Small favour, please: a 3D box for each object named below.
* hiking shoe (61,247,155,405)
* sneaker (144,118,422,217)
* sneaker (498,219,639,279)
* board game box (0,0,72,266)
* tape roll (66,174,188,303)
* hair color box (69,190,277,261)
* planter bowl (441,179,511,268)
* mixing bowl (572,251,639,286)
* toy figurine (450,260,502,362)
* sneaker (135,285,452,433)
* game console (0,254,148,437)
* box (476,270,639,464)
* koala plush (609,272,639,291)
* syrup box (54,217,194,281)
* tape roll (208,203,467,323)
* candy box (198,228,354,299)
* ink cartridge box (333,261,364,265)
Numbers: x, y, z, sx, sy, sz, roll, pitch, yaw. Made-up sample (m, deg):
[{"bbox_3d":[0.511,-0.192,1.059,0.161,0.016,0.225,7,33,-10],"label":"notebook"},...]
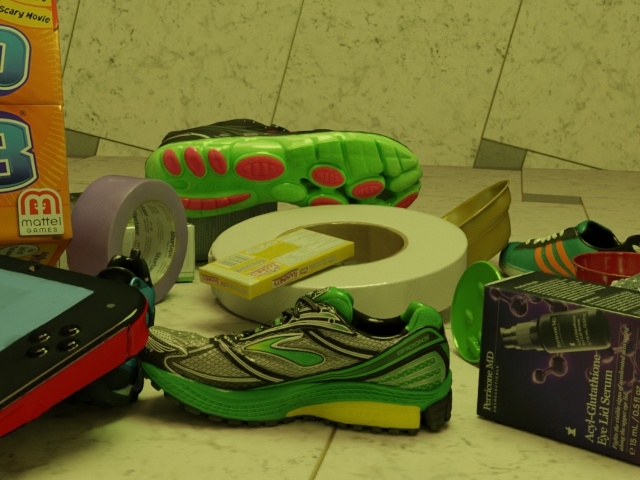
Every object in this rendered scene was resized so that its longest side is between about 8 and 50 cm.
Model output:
[{"bbox_3d":[-0.252,0.099,1.286,0.113,0.132,0.304,1,11,-4],"label":"hiking shoe"},{"bbox_3d":[-0.057,-0.139,1.940,0.482,0.185,0.202,5,30,-11],"label":"sneaker"},{"bbox_3d":[0.420,0.020,1.862,0.108,0.121,0.302,-6,13,-38],"label":"sneaker"},{"bbox_3d":[-0.548,-0.122,1.506,0.356,0.356,0.356,-2,-13,-22],"label":"board game box"},{"bbox_3d":[-0.281,0.000,1.650,0.080,0.189,0.189,7,12,29],"label":"tape roll"},{"bbox_3d":[-0.282,-0.030,2.018,0.374,0.114,0.185,-6,14,-35],"label":"hair color box"},{"bbox_3d":[0.263,-0.007,1.957,0.217,0.090,0.217,-36,4,3],"label":"planter bowl"},{"bbox_3d":[0.449,0.080,1.608,0.181,0.098,0.181,1,10,0],"label":"mixing bowl"},{"bbox_3d":[0.274,0.111,1.437,0.159,0.130,0.173,8,30,-22],"label":"toy figurine"},{"bbox_3d":[-0.029,0.114,1.214,0.343,0.146,0.134,2,11,2],"label":"sneaker"},{"bbox_3d":[-0.399,0.108,1.124,0.386,0.060,0.342,9,26,36],"label":"game console"},{"bbox_3d":[0.279,0.128,1.186,0.207,0.153,0.108,10,14,41],"label":"box"},{"bbox_3d":[0.470,0.081,1.432,0.221,0.203,0.196,-10,11,5],"label":"koala plush"},{"bbox_3d":[-0.327,0.017,1.803,0.237,0.096,0.093,-3,10,-23],"label":"syrup box"},{"bbox_3d":[0.028,0.033,1.707,0.392,0.072,0.392,-2,19,1],"label":"tape roll"},{"bbox_3d":[-0.059,0.030,1.575,0.105,0.027,0.206,19,29,41],"label":"candy box"},{"bbox_3d":[0.000,0.000,1.943,0.224,0.056,0.181,2,29,-14],"label":"ink cartridge box"}]
